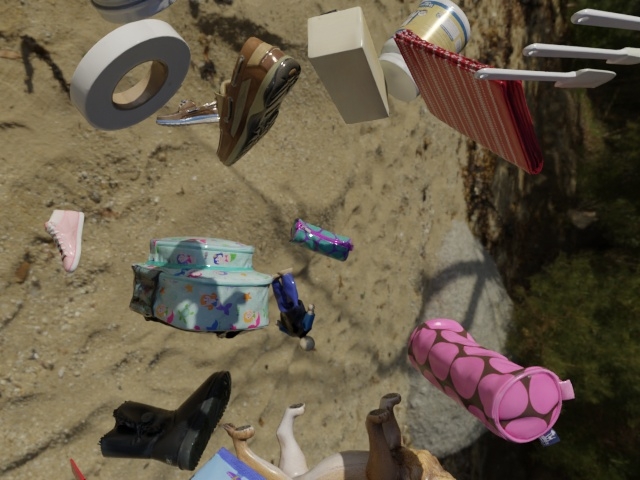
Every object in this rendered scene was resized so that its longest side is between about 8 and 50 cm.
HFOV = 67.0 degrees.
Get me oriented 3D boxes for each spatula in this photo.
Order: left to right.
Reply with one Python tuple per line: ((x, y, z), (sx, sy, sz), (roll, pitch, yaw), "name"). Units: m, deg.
((0.307, -0.213, 0.538), (0.242, 0.168, 0.019), (-7, 86, -27), "spatula")

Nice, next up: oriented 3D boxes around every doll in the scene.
((-0.058, 0.159, 1.081), (0.046, 0.129, 0.189), (-13, 81, -51), "doll")

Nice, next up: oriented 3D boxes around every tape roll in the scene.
((-0.568, -0.495, 1.475), (0.392, 0.072, 0.392), (-43, 178, -2), "tape roll")

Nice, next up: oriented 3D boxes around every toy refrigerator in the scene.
((0.064, -0.342, 0.978), (0.269, 0.102, 0.094), (35, 51, -67), "toy refrigerator")

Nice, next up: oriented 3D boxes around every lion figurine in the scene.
((0.035, 0.386, 0.763), (0.142, 0.392, 0.240), (-6, 86, -72), "lion figurine")

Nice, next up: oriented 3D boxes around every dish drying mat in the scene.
((-0.455, 0.442, 0.909), (0.008, 0.083, 0.032), (-13, 105, -39), "dish drying mat")

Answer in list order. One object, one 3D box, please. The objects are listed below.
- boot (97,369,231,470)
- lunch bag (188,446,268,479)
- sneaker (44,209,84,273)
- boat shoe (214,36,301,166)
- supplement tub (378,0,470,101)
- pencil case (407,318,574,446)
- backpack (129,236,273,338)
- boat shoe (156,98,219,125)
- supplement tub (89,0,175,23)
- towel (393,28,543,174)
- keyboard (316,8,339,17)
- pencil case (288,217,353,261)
((-0.324, 0.364, 1.036), (0.246, 0.207, 0.094), (-67, 159, -55), "boot")
((-0.051, 0.354, 0.409), (0.221, 0.293, 0.138), (-35, 126, -44), "lunch bag")
((-0.520, -0.001, 0.968), (0.070, 0.051, 0.134), (15, 61, -40), "sneaker")
((-0.154, -0.284, 1.002), (0.122, 0.120, 0.324), (-51, -176, -40), "boat shoe")
((0.228, -0.431, 1.099), (0.200, 0.144, 0.144), (-50, 147, -10), "supplement tub")
((0.191, 0.157, 0.584), (0.098, 0.209, 0.095), (-24, 105, -12), "pencil case")
((-0.215, 0.090, 0.922), (0.225, 0.253, 0.191), (7, 94, -45), "backpack")
((-0.351, -0.344, 1.301), (0.066, 0.183, 0.066), (-155, -123, -69), "boat shoe")
((-0.378, -0.566, 0.818), (0.316, 0.228, 0.228), (68, 37, -55), "supplement tub")
((0.233, -0.225, 0.770), (0.031, 0.275, 0.199), (-41, 133, 3), "towel")
((0.038, -0.544, 1.350), (0.038, 0.100, 0.192), (94, -25, -80), "keyboard")
((0.000, 0.000, 1.178), (0.070, 0.151, 0.065), (138, -31, -63), "pencil case")
